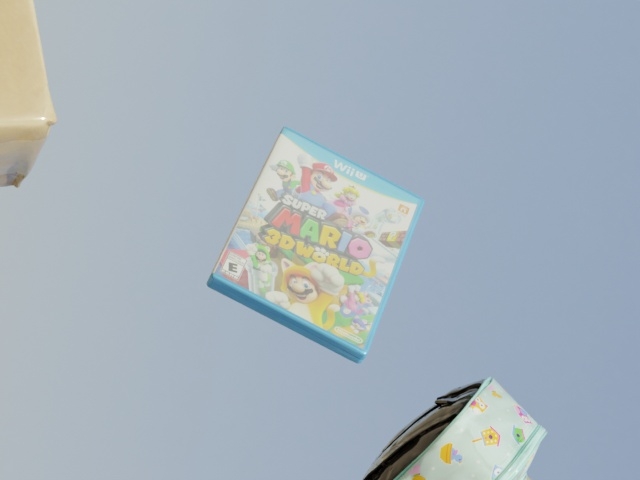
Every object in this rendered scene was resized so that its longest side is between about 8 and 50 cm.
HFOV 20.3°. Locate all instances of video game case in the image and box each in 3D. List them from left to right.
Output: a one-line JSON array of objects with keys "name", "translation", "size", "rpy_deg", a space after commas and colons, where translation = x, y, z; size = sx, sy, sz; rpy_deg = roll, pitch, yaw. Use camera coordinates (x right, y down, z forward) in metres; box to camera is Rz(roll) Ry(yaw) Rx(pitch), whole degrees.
[{"name": "video game case", "translation": [0.000, 0.000, 1.258], "size": [0.015, 0.119, 0.166], "rpy_deg": [-59, -175, 44]}]

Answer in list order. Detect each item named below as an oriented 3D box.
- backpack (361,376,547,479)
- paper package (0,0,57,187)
[{"name": "backpack", "translation": [0.119, 0.218, 1.586], "size": [0.188, 0.144, 0.166], "rpy_deg": [-54, 170, 21]}, {"name": "paper package", "translation": [-0.415, -0.200, 1.500], "size": [0.168, 0.324, 0.310], "rpy_deg": [-37, -119, 59]}]
